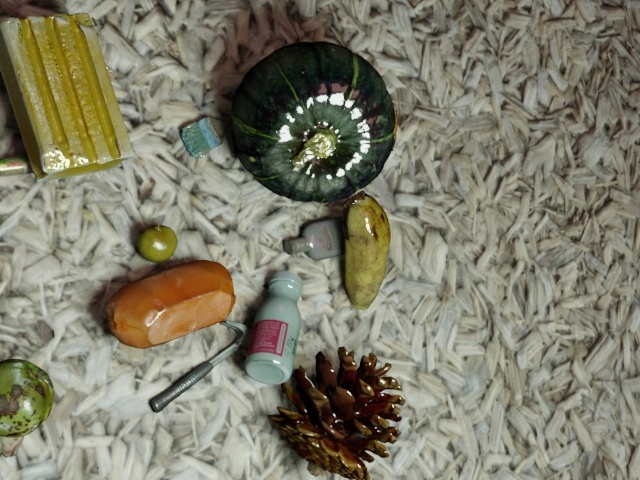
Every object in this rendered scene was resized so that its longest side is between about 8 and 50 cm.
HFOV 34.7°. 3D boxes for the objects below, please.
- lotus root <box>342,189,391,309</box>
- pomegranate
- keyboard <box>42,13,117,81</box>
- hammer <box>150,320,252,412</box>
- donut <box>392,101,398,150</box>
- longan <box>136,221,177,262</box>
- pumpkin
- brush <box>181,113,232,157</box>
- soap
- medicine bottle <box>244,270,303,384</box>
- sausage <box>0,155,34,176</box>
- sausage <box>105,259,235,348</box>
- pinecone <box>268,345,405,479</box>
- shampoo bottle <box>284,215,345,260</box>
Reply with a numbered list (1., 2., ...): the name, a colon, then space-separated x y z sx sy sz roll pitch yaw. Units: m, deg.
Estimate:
1. lotus root: 0.093 0.018 2.072 0.110 0.097 0.258 -77 168 -59
2. pomegranate: -0.486 0.271 1.642 0.126 0.138 0.163 -11 108 -3
3. keyboard: -0.448 -0.339 1.866 0.166 0.017 0.055 40 65 -22
4. hammer: -0.219 0.236 1.897 0.246 0.029 0.103 -33 100 -34
5. donut: 0.084 -0.245 2.185 0.166 0.073 0.184 14 72 -31
6. longan: -0.295 0.000 1.860 0.075 0.083 0.075 11 35 -8
7. pumpkin: -0.012 -0.225 1.981 0.323 0.241 0.323 -4 111 -11
8. brush: -0.191 -0.226 2.019 0.196 0.021 0.070 -35 102 -35
9. soap: -0.444 -0.250 1.773 0.174 0.089 0.274 -15 84 -37
10. medicine bottle: -0.082 0.162 1.946 0.090 0.090 0.216 34 45 -25
11. sausage: -0.522 -0.128 1.757 0.269 0.033 0.032 -10 86 -36
12. sausage: -0.264 0.111 1.830 0.258 0.133 0.133 -22 93 -36
13. pinecone: 0.040 0.321 1.941 0.264 0.264 0.264 8 75 -34
14. shampoo bottle: 0.000 0.000 2.092 0.165 0.040 0.079 -13 95 -36
